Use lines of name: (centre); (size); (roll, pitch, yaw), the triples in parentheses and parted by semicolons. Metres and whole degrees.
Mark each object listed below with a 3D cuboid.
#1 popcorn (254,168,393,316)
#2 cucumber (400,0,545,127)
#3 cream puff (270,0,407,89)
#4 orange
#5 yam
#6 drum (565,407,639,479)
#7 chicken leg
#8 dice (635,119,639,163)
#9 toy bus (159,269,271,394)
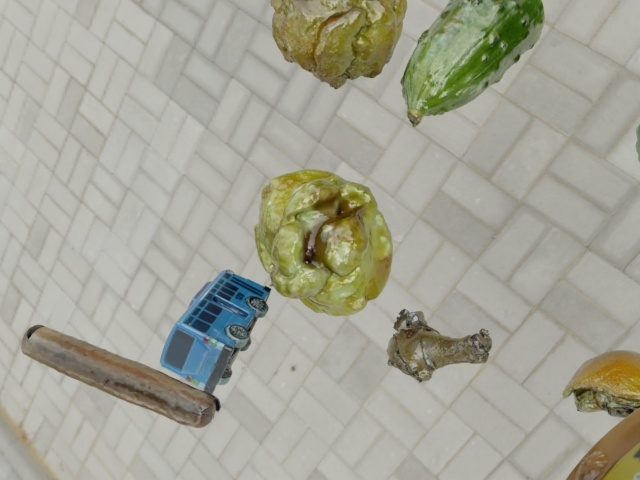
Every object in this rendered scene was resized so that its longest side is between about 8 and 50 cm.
popcorn: (0.002, -0.005, 0.990); (0.277, 0.276, 0.225); (34, 88, 23)
cucumber: (0.180, -0.237, 0.765); (0.134, 0.134, 0.244); (29, 67, 25)
cream puff: (0.032, -0.377, 1.034); (0.244, 0.196, 0.244); (-1, 58, 2)
orange: (0.480, 0.231, 0.945); (0.170, 0.160, 0.112); (9, 80, 15)
yam: (-0.229, 0.152, 0.666); (0.264, 0.046, 0.046); (16, 103, 21)
drum: (0.353, 0.297, 0.356); (0.432, 0.214, 0.430); (0, 92, -1)
chicken leg: (0.195, 0.192, 1.038); (0.196, 0.080, 0.125); (10, 69, 50)
dice: (0.565, -0.179, 0.677); (0.287, 0.300, 0.297); (32, 95, 37)
toy bus: (-0.145, 0.121, 0.851); (0.106, 0.184, 0.090); (26, 114, 2)
